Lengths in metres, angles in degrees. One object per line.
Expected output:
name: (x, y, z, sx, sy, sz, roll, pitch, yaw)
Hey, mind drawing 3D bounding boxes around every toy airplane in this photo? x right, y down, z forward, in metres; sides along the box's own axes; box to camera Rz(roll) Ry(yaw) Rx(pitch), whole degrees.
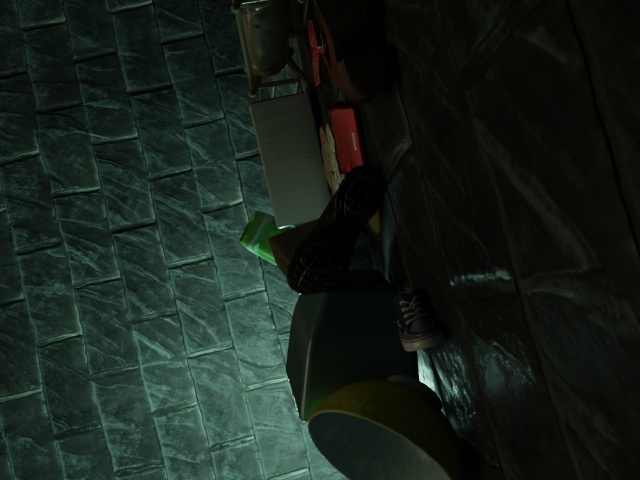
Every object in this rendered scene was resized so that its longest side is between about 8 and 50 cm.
toy airplane: (-0.004, -0.434, 1.557, 0.151, 0.028, 0.151, 172, 90, -82)

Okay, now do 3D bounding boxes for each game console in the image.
game console: (0.070, -0.218, 1.433, 0.124, 0.085, 0.144, 9, 117, 49)

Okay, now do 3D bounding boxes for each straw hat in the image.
straw hat: (0.078, -0.071, 1.459, 0.144, 0.061, 0.145, 167, 90, -84)

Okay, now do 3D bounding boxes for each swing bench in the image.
swing bench: (-0.121, -0.532, 1.655, 0.253, 0.165, 0.255, 84, 177, -49)

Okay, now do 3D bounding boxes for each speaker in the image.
speaker: (-0.089, 0.027, 2.064, 0.131, 0.296, 0.131, -56, 13, 20)

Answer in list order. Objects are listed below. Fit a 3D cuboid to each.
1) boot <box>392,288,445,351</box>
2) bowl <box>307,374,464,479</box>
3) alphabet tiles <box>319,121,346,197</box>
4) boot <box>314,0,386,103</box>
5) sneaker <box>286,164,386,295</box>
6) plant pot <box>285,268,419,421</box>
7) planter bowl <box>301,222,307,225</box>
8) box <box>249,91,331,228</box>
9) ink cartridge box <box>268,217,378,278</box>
boot: (0.157, 0.132, 1.161, 0.190, 0.069, 0.086, 164, 90, -85)
bowl: (0.139, 0.340, 1.233, 0.156, 0.289, 0.289, -53, -29, -36)
alphabet tiles: (0.051, -0.147, 1.704, 0.284, 0.021, 0.278, 83, 168, -45)
boot: (0.040, -0.362, 1.100, 0.220, 0.109, 0.283, -115, 6, -78)
sneaker: (0.034, -0.017, 1.339, 0.109, 0.286, 0.130, 35, -173, -3)
plant pot: (0.065, 0.198, 1.419, 0.248, 0.247, 0.252, -124, 34, -72)
planter bowl: (0.000, 0.000, 1.954, 0.109, 0.162, 0.162, -71, -20, -46)
box: (-0.082, -0.235, 1.940, 0.215, 0.168, 0.345, -108, 6, -76)
ink cartridge box: (0.001, 0.029, 1.616, 0.234, 0.193, 0.088, -135, 27, -65)
